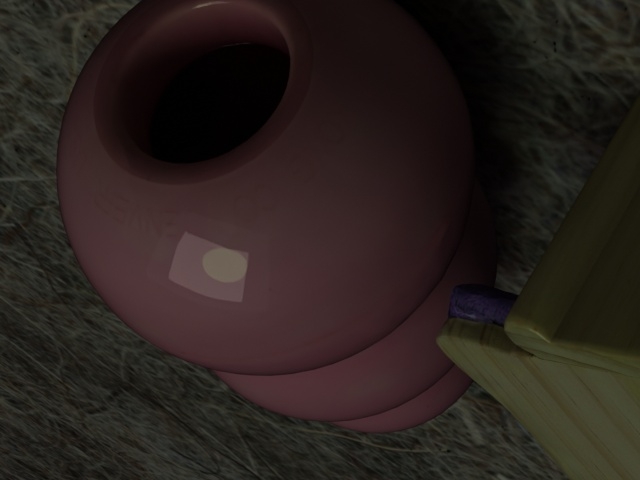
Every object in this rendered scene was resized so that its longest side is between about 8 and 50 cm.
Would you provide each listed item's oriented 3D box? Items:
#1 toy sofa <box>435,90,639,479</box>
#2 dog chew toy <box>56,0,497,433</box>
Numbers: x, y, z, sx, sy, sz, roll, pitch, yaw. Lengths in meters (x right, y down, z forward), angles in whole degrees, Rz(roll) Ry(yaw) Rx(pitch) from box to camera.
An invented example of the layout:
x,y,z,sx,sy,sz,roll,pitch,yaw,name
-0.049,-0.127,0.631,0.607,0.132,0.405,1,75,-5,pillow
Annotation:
x,y,z,sx,sy,sz,roll,pitch,yaw,name
0.231,0.092,0.916,0.177,0.150,0.362,9,149,49,toy sofa
0.000,0.000,0.962,0.206,0.207,0.332,17,161,28,dog chew toy
